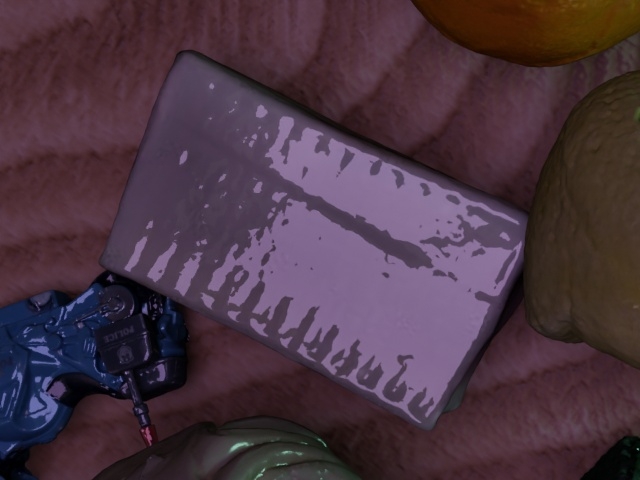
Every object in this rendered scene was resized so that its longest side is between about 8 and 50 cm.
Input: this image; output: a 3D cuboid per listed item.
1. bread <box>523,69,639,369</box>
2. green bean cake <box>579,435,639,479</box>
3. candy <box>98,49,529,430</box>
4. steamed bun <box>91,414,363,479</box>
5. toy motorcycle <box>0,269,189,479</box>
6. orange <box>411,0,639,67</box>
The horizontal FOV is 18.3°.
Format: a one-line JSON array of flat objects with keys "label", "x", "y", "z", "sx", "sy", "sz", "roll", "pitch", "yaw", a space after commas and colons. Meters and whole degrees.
[{"label": "bread", "x": 0.316, "y": 0.001, "z": 1.580, "sx": 0.320, "sy": 0.320, "sz": 0.237, "roll": 18, "pitch": 108, "yaw": 12}, {"label": "green bean cake", "x": 0.226, "y": 0.275, "z": 1.675, "sx": 0.208, "sy": 0.193, "sz": 0.107, "roll": -44, "pitch": 88, "yaw": 13}, {"label": "candy", "x": 0.001, "y": -0.002, "z": 1.736, "sx": 0.358, "sy": 0.145, "sz": 0.208, "roll": 26, "pitch": 97, "yaw": 11}, {"label": "steamed bun", "x": -0.048, "y": 0.266, "z": 1.700, "sx": 0.309, "sy": 0.219, "sz": 0.324, "roll": 40, "pitch": 143, "yaw": -4}, {"label": "toy motorcycle", "x": -0.241, "y": 0.136, "z": 1.814, "sx": 0.272, "sy": 0.123, "sz": 0.182, "roll": -21, "pitch": 77, "yaw": 14}, {"label": "orange", "x": 0.180, "y": -0.272, "z": 1.640, "sx": 0.261, "sy": 0.261, "sz": 0.261, "roll": 1, "pitch": 93, "yaw": 13}]
